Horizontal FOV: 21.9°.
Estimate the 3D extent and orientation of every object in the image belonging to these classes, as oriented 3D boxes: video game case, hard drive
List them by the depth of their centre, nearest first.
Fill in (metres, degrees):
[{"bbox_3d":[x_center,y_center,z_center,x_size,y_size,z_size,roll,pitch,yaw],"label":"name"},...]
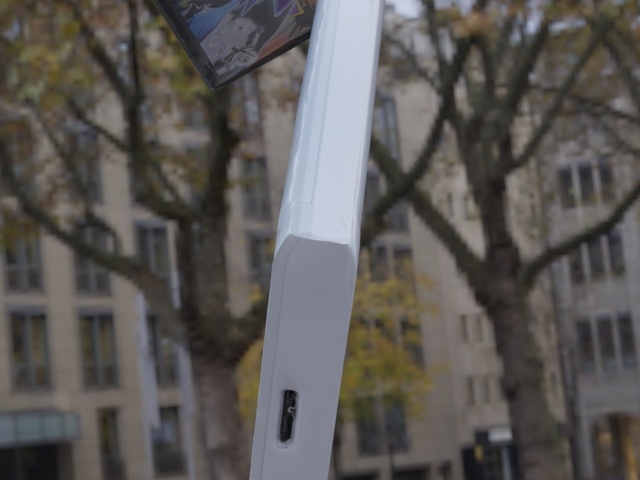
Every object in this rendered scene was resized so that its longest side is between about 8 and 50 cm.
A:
[{"bbox_3d":[0.000,0.000,0.884,0.040,0.203,0.307,7,33,0],"label":"hard drive"},{"bbox_3d":[0.008,-0.226,1.149,0.275,0.035,0.248,-30,-19,0],"label":"video game case"}]
